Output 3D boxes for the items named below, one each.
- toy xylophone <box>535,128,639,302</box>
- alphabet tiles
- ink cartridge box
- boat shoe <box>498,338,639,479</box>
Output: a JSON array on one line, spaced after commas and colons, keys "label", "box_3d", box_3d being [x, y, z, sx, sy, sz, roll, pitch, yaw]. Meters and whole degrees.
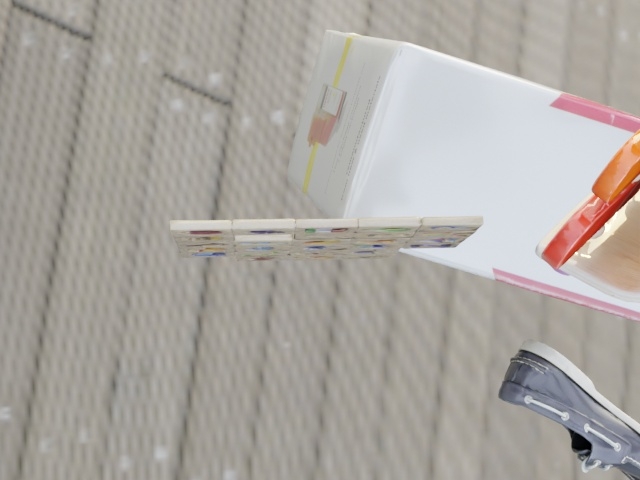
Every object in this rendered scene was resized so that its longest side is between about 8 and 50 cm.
[{"label": "toy xylophone", "box_3d": [0.246, -0.098, 1.007, 0.081, 0.323, 0.236, 40, 38, 12]}, {"label": "alphabet tiles", "box_3d": [0.000, 0.000, 1.262, 0.237, 0.198, 0.009, 113, -25, -84]}, {"label": "ink cartridge box", "box_3d": [0.139, -0.067, 1.594, 0.279, 0.385, 0.160, 16, 96, -10]}, {"label": "boat shoe", "box_3d": [0.240, 0.175, 1.647, 0.206, 0.075, 0.065, 43, 73, -17]}]
